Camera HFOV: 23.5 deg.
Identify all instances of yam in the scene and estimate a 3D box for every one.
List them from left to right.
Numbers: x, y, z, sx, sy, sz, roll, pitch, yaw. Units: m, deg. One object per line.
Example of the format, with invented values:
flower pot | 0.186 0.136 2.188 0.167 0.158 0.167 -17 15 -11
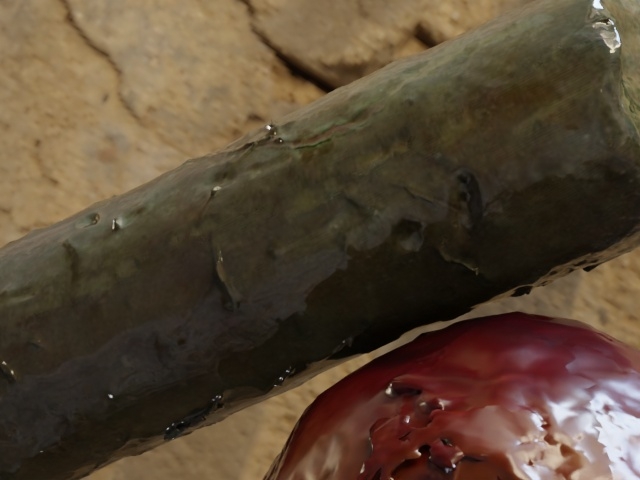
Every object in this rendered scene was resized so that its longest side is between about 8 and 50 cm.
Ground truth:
yam | 0.000 0.000 0.506 0.259 0.093 0.093 -24 -126 17

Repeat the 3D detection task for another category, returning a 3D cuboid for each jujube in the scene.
jujube | 0.070 0.114 0.475 0.183 0.243 0.183 -4 -105 16
